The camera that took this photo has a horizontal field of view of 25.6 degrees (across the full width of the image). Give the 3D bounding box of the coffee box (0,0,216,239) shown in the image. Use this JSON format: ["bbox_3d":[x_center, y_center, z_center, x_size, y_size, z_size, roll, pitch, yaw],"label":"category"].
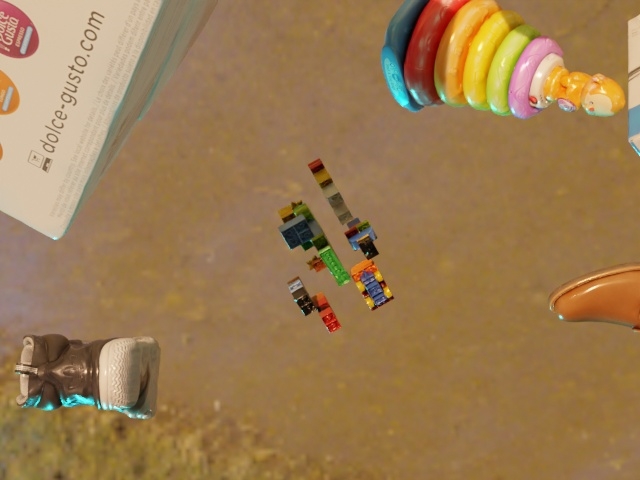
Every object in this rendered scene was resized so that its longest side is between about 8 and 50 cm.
[{"bbox_3d":[-0.235,-0.277,1.093,0.334,0.338,0.338,30,139,-4],"label":"coffee box"}]

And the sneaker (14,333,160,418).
[{"bbox_3d":[-0.282,0.160,1.711,0.153,0.101,0.268,3,171,4],"label":"sneaker"}]

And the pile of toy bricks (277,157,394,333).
[{"bbox_3d":[0.000,0.000,1.626,0.118,0.105,0.212,-29,133,1],"label":"pile of toy bricks"}]

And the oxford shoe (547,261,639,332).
[{"bbox_3d":[0.339,0.069,1.434,0.212,0.076,0.076,-3,146,2],"label":"oxford shoe"}]

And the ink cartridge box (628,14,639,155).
[{"bbox_3d":[0.369,-0.129,1.390,0.082,0.191,0.139,-24,125,33],"label":"ink cartridge box"}]

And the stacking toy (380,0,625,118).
[{"bbox_3d":[0.239,-0.212,1.745,0.301,0.166,0.175,26,156,30],"label":"stacking toy"}]
